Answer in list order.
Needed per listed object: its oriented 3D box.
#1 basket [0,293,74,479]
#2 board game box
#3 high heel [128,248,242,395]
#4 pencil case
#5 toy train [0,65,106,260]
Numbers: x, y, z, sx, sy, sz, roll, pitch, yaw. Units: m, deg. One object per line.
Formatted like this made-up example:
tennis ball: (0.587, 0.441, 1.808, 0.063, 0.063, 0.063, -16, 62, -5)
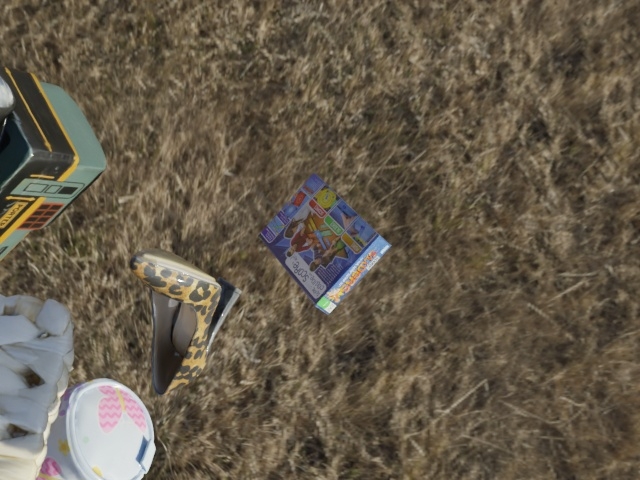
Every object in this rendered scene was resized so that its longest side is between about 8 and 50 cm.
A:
basket: (-0.331, 0.162, 0.458, 0.328, 0.331, 0.267, 18, 63, -15)
board game box: (0.000, 0.000, 1.207, 0.136, 0.201, 0.035, -47, 133, 5)
high heel: (-0.207, 0.115, 1.057, 0.093, 0.261, 0.186, 30, 86, 25)
pencil case: (-0.305, 0.239, 0.864, 0.124, 0.273, 0.113, 56, 29, -14)
toy train: (-0.337, -0.019, 0.682, 0.334, 0.190, 0.142, -40, 72, 22)
